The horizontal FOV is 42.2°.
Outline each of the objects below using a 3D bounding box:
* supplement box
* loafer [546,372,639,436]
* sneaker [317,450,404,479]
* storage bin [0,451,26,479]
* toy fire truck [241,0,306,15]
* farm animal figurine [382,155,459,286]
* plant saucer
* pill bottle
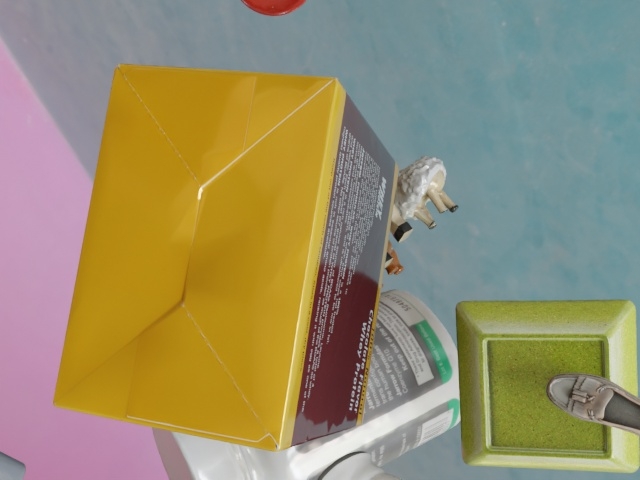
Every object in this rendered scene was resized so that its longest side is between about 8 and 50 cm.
[{"bbox_3d":[-0.041,0.017,0.517,0.129,0.191,0.194,7,174,16],"label":"supplement box"},{"bbox_3d":[0.275,0.155,0.776,0.125,0.045,0.039,20,175,14],"label":"loafer"},{"bbox_3d":[0.022,0.342,0.719,0.129,0.297,0.111,18,180,30],"label":"sneaker"},{"bbox_3d":[-0.270,0.153,0.573,0.135,0.098,0.091,-4,147,46],"label":"storage bin"},{"bbox_3d":[-0.090,-0.421,0.975,0.302,0.169,0.253,17,114,-2],"label":"toy fire truck"},{"bbox_3d":[0.000,0.000,1.237,0.172,0.330,0.326,53,136,15],"label":"farm animal figurine"},{"bbox_3d":[0.239,0.160,0.882,0.188,0.045,0.188,-2,95,17],"label":"plant saucer"},{"bbox_3d":[-0.013,0.214,1.047,0.204,0.361,0.204,45,147,42],"label":"pill bottle"}]
